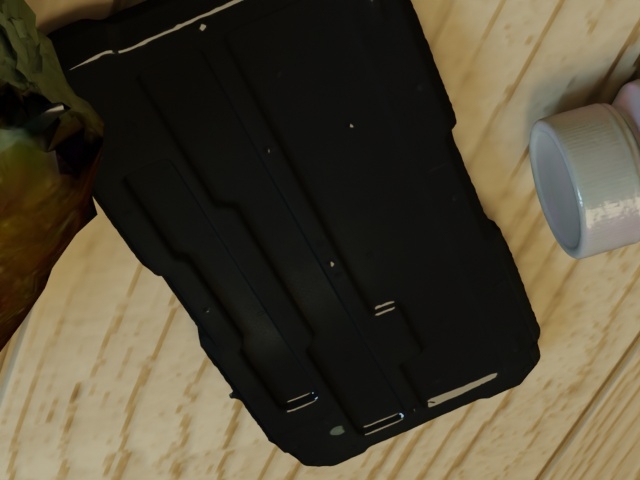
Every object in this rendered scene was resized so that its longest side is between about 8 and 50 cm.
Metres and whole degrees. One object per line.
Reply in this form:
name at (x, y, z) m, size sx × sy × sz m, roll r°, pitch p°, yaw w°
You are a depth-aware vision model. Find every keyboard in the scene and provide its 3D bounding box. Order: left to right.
keyboard at (0.000, 0.000, 0.602) m, size 0.106 × 0.016 × 0.262 m, roll -24°, pitch 146°, yaw 3°

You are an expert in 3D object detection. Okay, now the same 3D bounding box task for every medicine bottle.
medicine bottle at (0.113, -0.027, 0.594) m, size 0.089 × 0.052 × 0.052 m, roll -16°, pitch 146°, yaw -8°

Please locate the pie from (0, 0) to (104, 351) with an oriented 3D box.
pie at (-0.213, 0.000, 0.407) m, size 0.288 × 0.103 × 0.355 m, roll -32°, pitch 149°, yaw 15°
